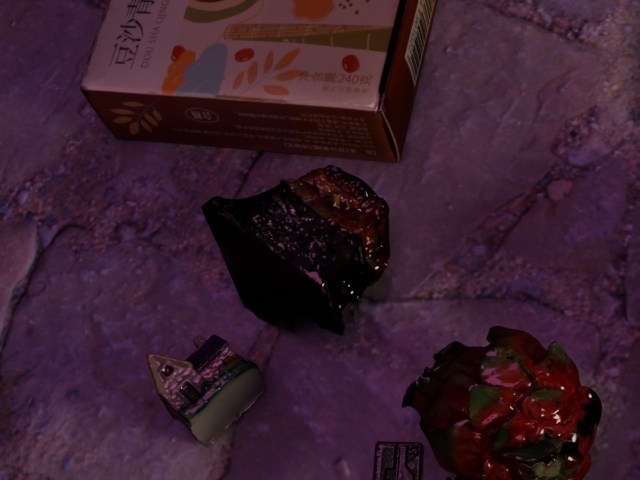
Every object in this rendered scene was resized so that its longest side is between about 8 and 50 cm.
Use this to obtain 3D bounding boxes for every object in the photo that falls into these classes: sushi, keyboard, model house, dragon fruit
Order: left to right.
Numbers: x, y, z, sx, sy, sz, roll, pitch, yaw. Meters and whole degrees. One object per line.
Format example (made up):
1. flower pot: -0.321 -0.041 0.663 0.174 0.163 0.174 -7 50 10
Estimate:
1. model house: -0.130 0.149 1.415 0.100 0.088 0.100 -43 61 -13
2. sushi: 0.000 0.000 1.430 0.150 0.153 0.172 -39 36 -28
3. keyboard: 0.075 0.280 1.333 0.053 0.010 0.155 -1 63 16
4. dragon fruit: 0.180 0.173 1.274 0.182 0.182 0.189 -29 68 -1

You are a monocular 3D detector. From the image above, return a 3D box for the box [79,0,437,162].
1. box: -0.058 -0.288 1.609 0.385 0.122 0.345 6 65 18
